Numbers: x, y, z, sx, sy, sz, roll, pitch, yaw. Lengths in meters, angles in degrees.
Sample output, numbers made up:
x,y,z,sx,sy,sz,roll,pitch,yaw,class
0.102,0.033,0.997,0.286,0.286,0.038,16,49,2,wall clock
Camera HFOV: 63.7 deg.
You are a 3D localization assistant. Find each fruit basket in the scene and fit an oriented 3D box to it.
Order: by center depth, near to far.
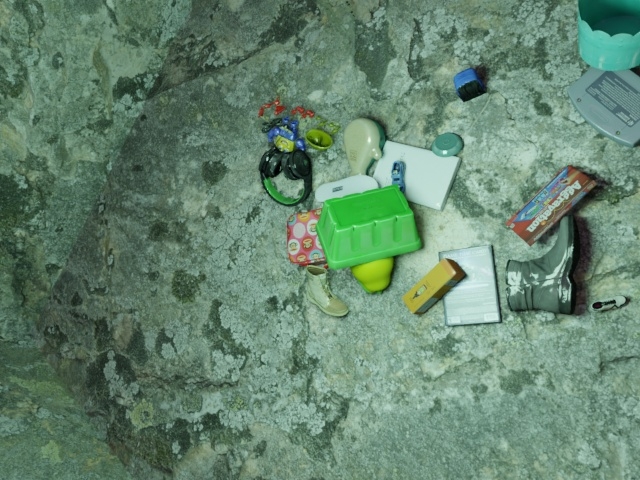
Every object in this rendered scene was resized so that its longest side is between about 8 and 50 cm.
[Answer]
x,y,z,sx,sy,sz,roll,pitch,yaw,class
0.184,0.009,1.961,0.392,0.392,0.283,-37,47,20,fruit basket

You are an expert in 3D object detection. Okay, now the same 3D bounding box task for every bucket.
x,y,z,sx,sy,sz,roll,pitch,yaw,class
0.956,-0.694,1.633,0.280,0.183,0.282,-9,63,19,bucket

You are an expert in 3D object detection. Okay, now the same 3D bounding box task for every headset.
x,y,z,sx,sy,sz,roll,pitch,yaw,class
-0.169,-0.322,2.197,0.243,0.185,0.395,11,121,27,headset

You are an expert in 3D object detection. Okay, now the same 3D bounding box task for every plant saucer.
x,y,z,sx,sy,sz,roll,pitch,yaw,class
0.480,-0.370,1.961,0.119,0.021,0.120,-11,56,17,plant saucer

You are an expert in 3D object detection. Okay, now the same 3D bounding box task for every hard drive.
x,y,z,sx,sy,sz,roll,pitch,yaw,class
0.366,-0.258,2.022,0.318,0.040,0.211,21,92,32,hard drive

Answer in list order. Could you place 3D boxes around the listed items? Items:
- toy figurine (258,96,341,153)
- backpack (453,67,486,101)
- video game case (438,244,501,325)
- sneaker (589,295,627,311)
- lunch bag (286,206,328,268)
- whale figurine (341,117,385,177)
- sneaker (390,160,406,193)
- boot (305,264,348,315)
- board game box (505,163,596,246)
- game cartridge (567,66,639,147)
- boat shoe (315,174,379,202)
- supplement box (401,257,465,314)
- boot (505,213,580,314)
x,y,z,sx,sy,sz,roll,pitch,yaw,class
-0.109,-0.453,2.309,0.362,0.191,0.217,27,139,8,toy figurine
0.548,-0.590,1.929,0.097,0.120,0.101,-26,69,25,backpack
0.533,0.163,1.852,0.195,0.026,0.275,-10,75,29,video game case
0.902,0.199,1.612,0.109,0.043,0.040,-24,67,23,sneaker
0.000,0.000,2.147,0.292,0.120,0.259,-10,76,29,lunch bag
0.184,-0.367,2.118,0.216,0.141,0.272,21,115,43,whale figurine
0.298,-0.243,2.000,0.053,0.059,0.145,-4,80,28,sneaker
0.023,0.201,2.076,0.213,0.077,0.165,27,133,35,boot
0.764,-0.119,1.723,0.281,0.027,0.145,-48,29,15,board game box
0.971,-0.450,1.689,0.196,0.060,0.294,-41,62,14,game cartridge
0.123,-0.191,2.118,0.301,0.102,0.108,-8,69,36,boat shoe
0.408,0.169,1.873,0.233,0.080,0.078,-47,54,24,supplement box
0.727,0.074,1.706,0.222,0.118,0.339,3,77,38,boot
